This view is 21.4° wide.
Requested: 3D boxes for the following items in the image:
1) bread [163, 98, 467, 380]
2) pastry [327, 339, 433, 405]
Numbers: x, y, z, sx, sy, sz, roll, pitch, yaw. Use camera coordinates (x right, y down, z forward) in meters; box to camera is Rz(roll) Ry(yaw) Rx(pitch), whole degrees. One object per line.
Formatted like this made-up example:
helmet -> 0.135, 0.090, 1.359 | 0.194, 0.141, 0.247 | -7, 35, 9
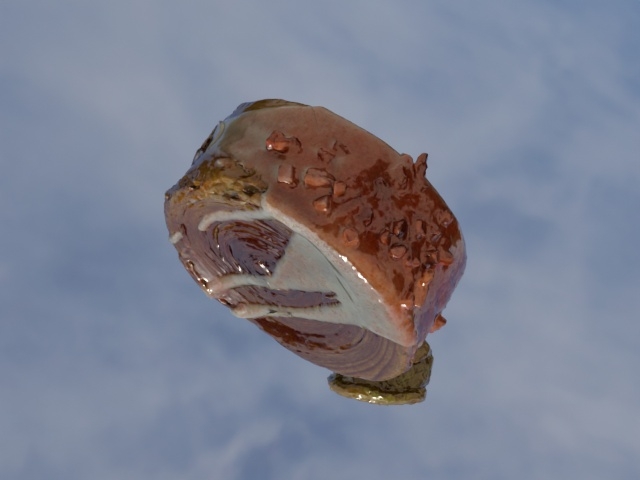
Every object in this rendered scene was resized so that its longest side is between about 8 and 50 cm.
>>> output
bread -> 0.000, 0.000, 0.879 | 0.160, 0.160, 0.073 | 33, -117, 10
pastry -> 0.056, 0.116, 1.575 | 0.097, 0.057, 0.109 | 5, -170, -4
